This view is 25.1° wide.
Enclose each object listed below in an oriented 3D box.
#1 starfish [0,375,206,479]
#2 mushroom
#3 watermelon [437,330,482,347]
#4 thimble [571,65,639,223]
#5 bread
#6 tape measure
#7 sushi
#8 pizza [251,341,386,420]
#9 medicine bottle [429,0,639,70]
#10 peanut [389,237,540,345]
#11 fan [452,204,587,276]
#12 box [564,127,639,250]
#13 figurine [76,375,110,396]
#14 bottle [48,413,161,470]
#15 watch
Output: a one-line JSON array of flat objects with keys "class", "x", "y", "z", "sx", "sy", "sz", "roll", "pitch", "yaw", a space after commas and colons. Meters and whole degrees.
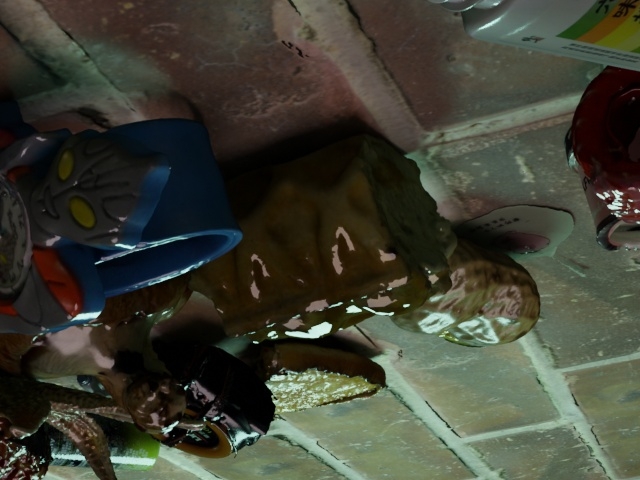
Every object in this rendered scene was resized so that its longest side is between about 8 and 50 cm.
[{"class": "starfish", "x": -0.389, "y": 0.240, "z": 1.854, "sx": 0.384, "sy": 0.132, "sz": 0.398, "roll": 1, "pitch": 162, "yaw": 46}, {"class": "mushroom", "x": -0.286, "y": 0.110, "z": 1.770, "sx": 0.267, "sy": 0.254, "sz": 0.267, "roll": 4, "pitch": 158, "yaw": 2}, {"class": "watermelon", "x": 0.245, "y": 0.102, "z": 2.160, "sx": 0.092, "sy": 0.075, "sz": 0.181, "roll": 49, "pitch": 134, "yaw": -9}, {"class": "thimble", "x": 0.366, "y": -0.115, "z": 1.523, "sx": 0.189, "sy": 0.163, "sz": 0.125, "roll": -30, "pitch": 151, "yaw": 16}, {"class": "bread", "x": 0.003, "y": 0.006, "z": 1.659, "sx": 0.252, "sy": 0.196, "sz": 0.238, "roll": -25, "pitch": 152, "yaw": 30}, {"class": "tape measure", "x": -0.184, "y": 0.238, "z": 2.178, "sx": 0.223, "sy": 0.135, "sz": 0.202, "roll": -16, "pitch": 135, "yaw": 43}, {"class": "sushi", "x": -0.497, "y": 0.263, "z": 2.116, "sx": 0.196, "sy": 0.182, "sz": 0.343, "roll": -23, "pitch": 152, "yaw": -2}, {"class": "pizza", "x": -0.022, "y": 0.231, "z": 2.328, "sx": 0.251, "sy": 0.074, "sz": 0.288, "roll": 5, "pitch": 155, "yaw": -25}, {"class": "medicine bottle", "x": 0.227, "y": -0.237, "z": 1.252, "sx": 0.324, "sy": 0.124, "sz": 0.179, "roll": 8, "pitch": 152, "yaw": -29}, {"class": "peanut", "x": 0.192, "y": 0.073, "z": 1.959, "sx": 0.233, "sy": 0.110, "sz": 0.197, "roll": 14, "pitch": 150, "yaw": -30}, {"class": "fan", "x": 0.297, "y": 0.014, "z": 1.991, "sx": 0.182, "sy": 0.010, "sz": 0.310, "roll": -22, "pitch": 151, "yaw": 33}, {"class": "box", "x": 0.369, "y": -0.069, "z": 1.668, "sx": 0.151, "sy": 0.135, "sz": 0.151, "roll": -6, "pitch": 159, "yaw": -2}, {"class": "figurine", "x": -0.339, "y": 0.197, "z": 2.157, "sx": 0.082, "sy": 0.094, "sz": 0.086, "roll": -51, "pitch": 179, "yaw": 6}, {"class": "bottle", "x": -0.433, "y": 0.333, "z": 2.421, "sx": 0.330, "sy": 0.093, "sz": 0.093, "roll": 10, "pitch": 152, "yaw": -35}, {"class": "watch", "x": -0.204, "y": -0.043, "z": 1.488, "sx": 0.305, "sy": 0.241, "sz": 0.274, "roll": -24, "pitch": 169, "yaw": 41}]
